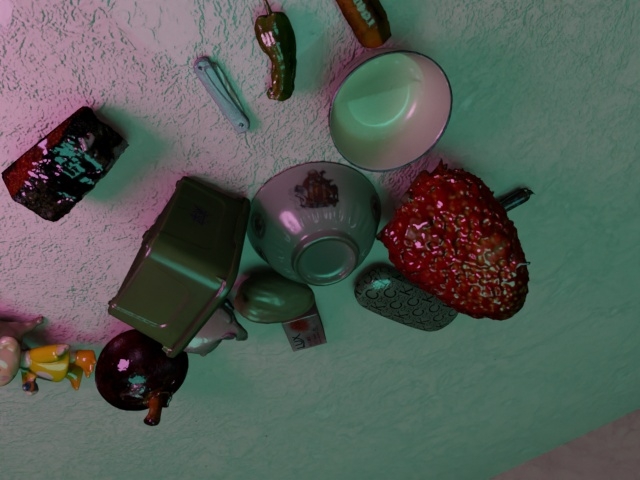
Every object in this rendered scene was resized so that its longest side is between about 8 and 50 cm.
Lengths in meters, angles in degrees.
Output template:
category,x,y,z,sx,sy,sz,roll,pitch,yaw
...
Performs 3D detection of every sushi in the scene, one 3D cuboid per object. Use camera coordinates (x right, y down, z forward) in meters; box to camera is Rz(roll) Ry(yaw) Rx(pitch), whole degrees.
category,x,y,z,sx,sy,sz,roll,pitch,yaw
sushi,-0.470,-0.136,0.846,0.225,0.136,0.126,-30,122,18

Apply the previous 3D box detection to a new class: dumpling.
category,x,y,z,sx,sy,sz,roll,pitch,yaw
dumpling,-0.324,0.193,1.165,0.293,0.204,0.163,15,93,-11

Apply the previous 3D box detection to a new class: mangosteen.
category,x,y,z,sx,sy,sz,roll,pitch,yaw
mangosteen,-0.447,0.355,1.175,0.235,0.261,0.235,-24,143,-19

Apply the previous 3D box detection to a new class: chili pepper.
category,x,y,z,sx,sy,sz,roll,pitch,yaw
chili pepper,-0.079,-0.345,0.803,0.073,0.072,0.204,-12,132,-1

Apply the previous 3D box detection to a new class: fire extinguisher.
category,x,y,z,sx,sy,sz,roll,pitch,yaw
fire extinguisher,0.486,-0.098,1.172,0.132,0.039,0.056,-31,139,13

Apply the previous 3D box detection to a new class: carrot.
category,x,y,z,sx,sy,sz,roll,pitch,yaw
carrot,0.038,-0.440,0.758,0.070,0.070,0.260,-32,127,14

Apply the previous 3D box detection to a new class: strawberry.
category,x,y,z,sx,sy,sz,roll,pitch,yaw
strawberry,0.316,0.003,1.001,0.292,0.343,0.292,-38,151,-26

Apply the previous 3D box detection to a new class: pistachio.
category,x,y,z,sx,sy,sz,roll,pitch,yaw
pistachio,-0.119,0.150,1.177,0.206,0.131,0.129,10,170,-22

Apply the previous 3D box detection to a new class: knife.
category,x,y,z,sx,sy,sz,roll,pitch,yaw
knife,-0.183,-0.276,0.870,0.044,0.023,0.162,-29,130,6

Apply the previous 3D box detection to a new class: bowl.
category,x,y,z,sx,sy,sz,roll,pitch,yaw
bowl,0.121,-0.266,0.882,0.237,0.126,0.238,-7,131,-8
bowl,0.000,0.000,1.060,0.337,0.157,0.337,-7,130,-9

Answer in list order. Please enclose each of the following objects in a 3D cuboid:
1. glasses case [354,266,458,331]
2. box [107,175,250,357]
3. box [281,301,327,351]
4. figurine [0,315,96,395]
category,x,y,z,sx,sy,sz,roll,pitch,yaw
glasses case,0.254,0.175,1.313,0.354,0.085,0.137,24,119,-30
box,-0.279,0.034,0.925,0.178,0.329,0.253,30,116,-19
box,-0.049,0.249,1.323,0.111,0.060,0.156,-16,130,2
figurine,-0.755,0.295,1.118,0.343,0.187,0.215,23,112,-36
